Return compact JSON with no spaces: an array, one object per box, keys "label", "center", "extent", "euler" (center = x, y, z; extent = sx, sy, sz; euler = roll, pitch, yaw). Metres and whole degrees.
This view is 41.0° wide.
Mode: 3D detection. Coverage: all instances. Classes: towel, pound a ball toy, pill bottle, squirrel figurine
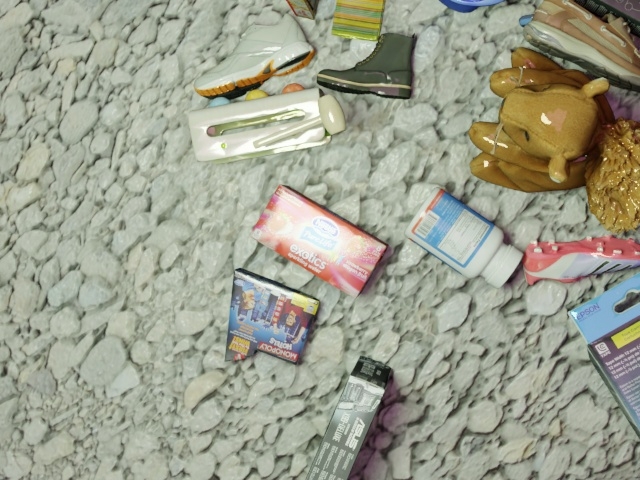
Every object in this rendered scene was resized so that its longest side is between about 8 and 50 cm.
[{"label":"towel","center":[0.089,-0.540,1.795],"extent":[0.102,0.021,0.237],"euler":[9,92,6]},{"label":"pound a ball toy","center":[-0.105,-0.248,1.733],"extent":[0.319,0.208,0.135],"euler":[-10,91,8]},{"label":"pill bottle","center":[0.291,0.000,1.734],"extent":[0.222,0.124,0.124],"euler":[35,95,4]},{"label":"squirrel figurine","center":[0.479,-0.190,1.580],"extent":[0.397,0.370,0.281],"euler":[28,95,5]}]

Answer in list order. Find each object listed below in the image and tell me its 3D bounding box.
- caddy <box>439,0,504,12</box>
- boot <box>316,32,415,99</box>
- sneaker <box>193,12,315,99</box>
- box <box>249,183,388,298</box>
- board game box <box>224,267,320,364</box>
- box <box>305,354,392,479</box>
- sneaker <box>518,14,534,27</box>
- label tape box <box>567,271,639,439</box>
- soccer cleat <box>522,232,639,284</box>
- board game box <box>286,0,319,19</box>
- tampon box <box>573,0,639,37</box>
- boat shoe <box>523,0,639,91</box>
[{"label":"caddy","center":[0.286,-0.616,1.689],"extent":[0.241,0.179,0.341],"euler":[-30,88,6]},{"label":"boot","center":[0.096,-0.372,1.775],"extent":[0.198,0.077,0.136],"euler":[7,93,-7]},{"label":"sneaker","center":[-0.150,-0.386,1.801],"extent":[0.263,0.099,0.121],"euler":[-22,81,0]},{"label":"box","center":[0.000,0.000,1.769],"extent":[0.257,0.122,0.128],"euler":[31,94,5]},{"label":"board game box","center":[-0.121,0.182,1.822],"extent":[0.194,0.060,0.194],"euler":[21,95,6]},{"label":"box","center":[0.045,0.397,1.716],"extent":[0.077,0.242,0.307],"euler":[23,94,6]},{"label":"sneaker","center":[0.468,-0.416,1.736],"extent":[0.144,0.053,0.059],"euler":[21,96,7]},{"label":"label tape box","center":[0.682,0.228,1.700],"extent":[0.249,0.115,0.347],"euler":[-32,85,7]},{"label":"soccer cleat","center":[0.535,0.044,1.737],"extent":[0.248,0.083,0.095],"euler":[-1,121,2]},{"label":"board game box","center":[-0.027,-0.540,1.722],"extent":[0.045,0.193,0.146],"euler":[14,93,6]},{"label":"tampon box","center":[0.606,-0.495,1.691],"extent":[0.161,0.101,0.120],"euler":[29,94,6]},{"label":"boat shoe","center":[0.556,-0.381,1.664],"extent":[0.325,0.123,0.116],"euler":[22,96,-15]}]
